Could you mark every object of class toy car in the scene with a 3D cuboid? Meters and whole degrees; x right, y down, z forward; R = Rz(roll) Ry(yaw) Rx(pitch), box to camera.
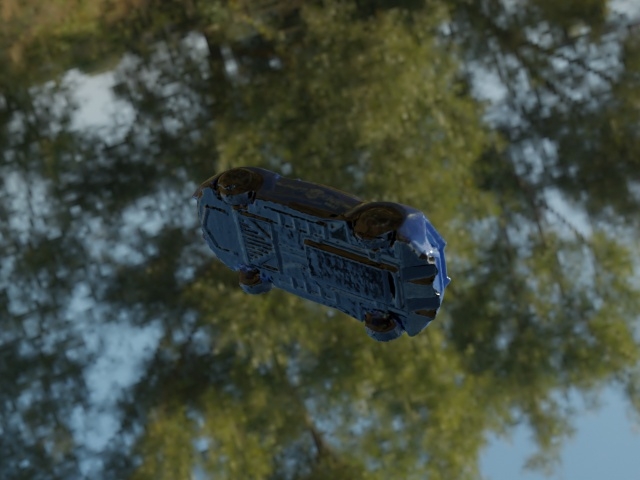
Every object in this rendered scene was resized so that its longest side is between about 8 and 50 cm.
[{"bbox_3d":[0.000,0.000,1.011,0.216,0.103,0.063,19,-135,33],"label":"toy car"}]
